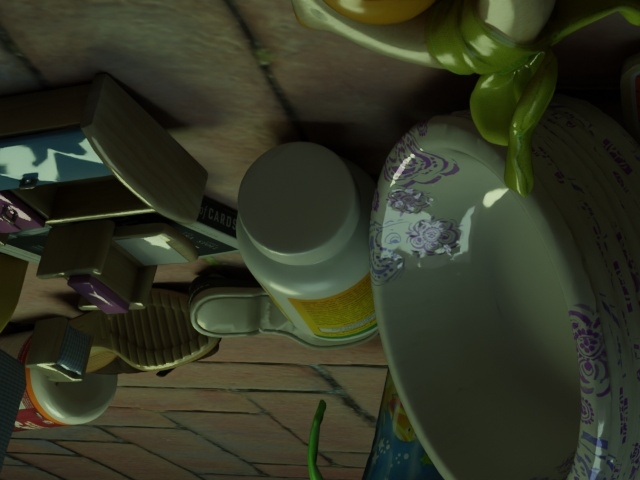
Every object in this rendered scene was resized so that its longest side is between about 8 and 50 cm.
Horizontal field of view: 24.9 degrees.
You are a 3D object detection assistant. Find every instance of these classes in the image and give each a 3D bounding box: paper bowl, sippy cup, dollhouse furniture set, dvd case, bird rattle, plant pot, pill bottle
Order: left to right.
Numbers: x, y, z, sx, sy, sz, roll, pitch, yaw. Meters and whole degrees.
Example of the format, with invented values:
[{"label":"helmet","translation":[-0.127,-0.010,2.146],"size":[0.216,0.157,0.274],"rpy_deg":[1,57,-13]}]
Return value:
[{"label":"plant pot","translation":[-0.353,0.059,1.466],"size":[0.081,0.083,0.081],"rpy_deg":[15,161,-31]},{"label":"pill bottle","translation":[-0.358,0.171,1.766],"size":[0.221,0.121,0.121],"rpy_deg":[-13,156,43]},{"label":"dollhouse furniture set","translation":[-0.206,0.079,1.060],"size":[0.198,0.303,0.286],"rpy_deg":[-5,149,30]},{"label":"dvd case","translation":[-0.200,-0.014,1.287],"size":[0.238,0.029,0.179],"rpy_deg":[-8,159,36]},{"label":"pill bottle","translation":[0.000,0.000,1.131],"size":[0.117,0.117,0.208],"rpy_deg":[1,162,11]},{"label":"bird rattle","translation":[0.051,-0.135,0.688],"size":[0.207,0.143,0.253],"rpy_deg":[15,165,23]},{"label":"sippy cup","translation":[0.157,0.236,1.669],"size":[0.305,0.224,0.240],"rpy_deg":[17,158,-36]},{"label":"paper bowl","translation":[0.158,0.043,0.971],"size":[0.148,0.284,0.284],"rpy_deg":[-15,171,-24]}]

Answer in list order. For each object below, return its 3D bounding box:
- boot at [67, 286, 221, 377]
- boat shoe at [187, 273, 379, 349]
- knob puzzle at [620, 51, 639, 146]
[{"label":"boot","translation":[-0.171,0.106,1.621],"size":[0.248,0.090,0.207],"rpy_deg":[-7,171,30]},{"label":"boat shoe","translation":[-0.035,0.063,1.477],"size":[0.206,0.075,0.065],"rpy_deg":[4,-153,-17]},{"label":"knob puzzle","translation":[0.276,-0.077,0.905],"size":[0.213,0.030,0.213],"rpy_deg":[4,152,2]}]
